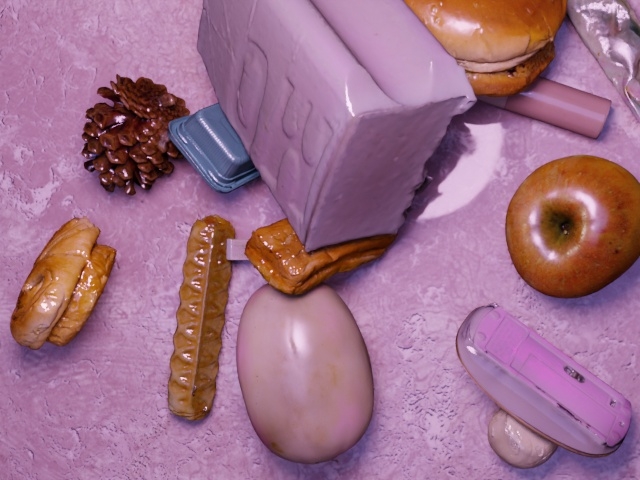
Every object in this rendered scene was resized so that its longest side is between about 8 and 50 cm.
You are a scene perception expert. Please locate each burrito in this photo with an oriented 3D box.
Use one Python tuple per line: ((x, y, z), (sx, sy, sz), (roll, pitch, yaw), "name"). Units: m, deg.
((0.502, -0.312, 1.557), (0.096, 0.066, 0.309), (-33, 81, 10), "burrito")

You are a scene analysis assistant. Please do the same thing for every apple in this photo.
((0.415, -0.022, 1.514), (0.237, 0.207, 0.237), (0, 90, 29), "apple")

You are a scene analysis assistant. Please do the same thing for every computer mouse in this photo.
((0.356, 0.228, 1.528), (0.310, 0.158, 0.072), (36, 134, 9), "computer mouse")

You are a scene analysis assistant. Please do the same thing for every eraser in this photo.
((-0.124, 0.016, 1.657), (0.083, 0.019, 0.038), (1, 88, -33), "eraser")

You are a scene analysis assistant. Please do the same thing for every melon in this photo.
((-0.028, 0.216, 1.562), (0.223, 0.223, 0.317), (-14, 88, 9), "melon")

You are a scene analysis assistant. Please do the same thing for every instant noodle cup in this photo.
((-0.152, -0.175, 1.612), (0.157, 0.179, 0.070), (51, 130, 6), "instant noodle cup")

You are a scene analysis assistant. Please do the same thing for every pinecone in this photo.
((-0.328, -0.176, 1.643), (0.185, 0.168, 0.212), (24, 101, -32), "pinecone")

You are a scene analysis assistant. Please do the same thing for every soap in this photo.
((-0.004, -0.251, 1.469), (0.213, 0.350, 0.435), (-18, 62, -26), "soap")

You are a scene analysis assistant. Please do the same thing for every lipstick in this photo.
((0.351, -0.243, 1.579), (0.254, 0.070, 0.070), (20, 93, 9), "lipstick")

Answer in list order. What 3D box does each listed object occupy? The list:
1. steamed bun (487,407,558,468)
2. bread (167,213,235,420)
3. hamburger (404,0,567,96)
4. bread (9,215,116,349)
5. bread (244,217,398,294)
((0.334, 0.320, 1.557), (0.112, 0.130, 0.091), (43, 139, 9), "steamed bun")
((-0.211, 0.136, 1.669), (0.084, 0.077, 0.367), (8, 91, 14), "bread")
((0.233, -0.371, 1.516), (0.314, 0.290, 0.170), (21, 137, 12), "hamburger")
((-0.450, 0.081, 1.641), (0.120, 0.236, 0.198), (31, 136, -18), "bread")
((0.000, -0.001, 1.550), (0.139, 0.271, 0.077), (45, 132, 19), "bread")
